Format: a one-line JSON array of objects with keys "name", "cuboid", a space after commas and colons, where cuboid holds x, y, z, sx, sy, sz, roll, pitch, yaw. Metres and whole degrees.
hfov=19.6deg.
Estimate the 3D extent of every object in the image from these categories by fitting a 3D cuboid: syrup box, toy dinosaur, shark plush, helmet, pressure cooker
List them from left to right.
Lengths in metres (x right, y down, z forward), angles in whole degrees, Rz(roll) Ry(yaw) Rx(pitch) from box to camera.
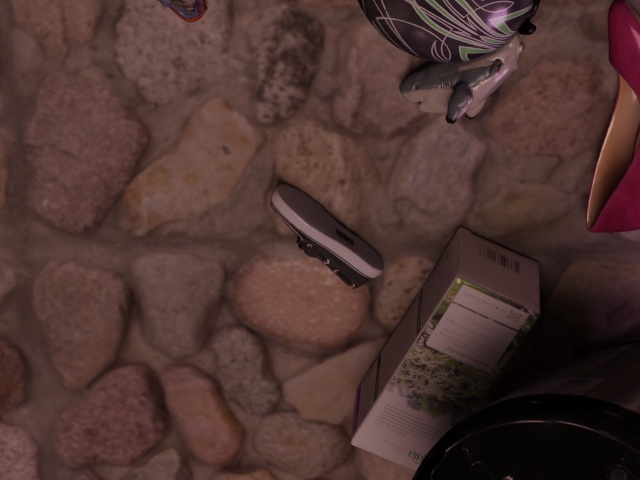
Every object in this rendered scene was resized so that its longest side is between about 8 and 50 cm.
[{"name": "toy dinosaur", "cuboid": [-0.143, -0.232, 1.690, 0.090, 0.047, 0.082, 6, 141, 40]}, {"name": "helmet", "cuboid": [0.105, -0.233, 1.588, 0.169, 0.161, 0.169, 2, 123, 2]}, {"name": "syrup box", "cuboid": [0.123, 0.115, 1.852, 0.093, 0.096, 0.237, 24, 121, -10]}, {"name": "shark plush", "cuboid": [0.144, -0.172, 1.693, 0.067, 0.073, 0.161, 48, 123, 9]}, {"name": "pressure cooker", "cuboid": [0.308, 0.283, 1.771, 0.370, 0.420, 0.376, 31, 112, 21]}]

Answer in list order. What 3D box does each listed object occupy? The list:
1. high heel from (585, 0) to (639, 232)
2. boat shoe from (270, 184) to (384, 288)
[{"name": "high heel", "cuboid": [0.273, -0.110, 1.709, 0.117, 0.082, 0.244, -22, 132, 5]}, {"name": "boat shoe", "cuboid": [0.000, 0.000, 1.814, 0.142, 0.049, 0.040, 38, 118, -22]}]
